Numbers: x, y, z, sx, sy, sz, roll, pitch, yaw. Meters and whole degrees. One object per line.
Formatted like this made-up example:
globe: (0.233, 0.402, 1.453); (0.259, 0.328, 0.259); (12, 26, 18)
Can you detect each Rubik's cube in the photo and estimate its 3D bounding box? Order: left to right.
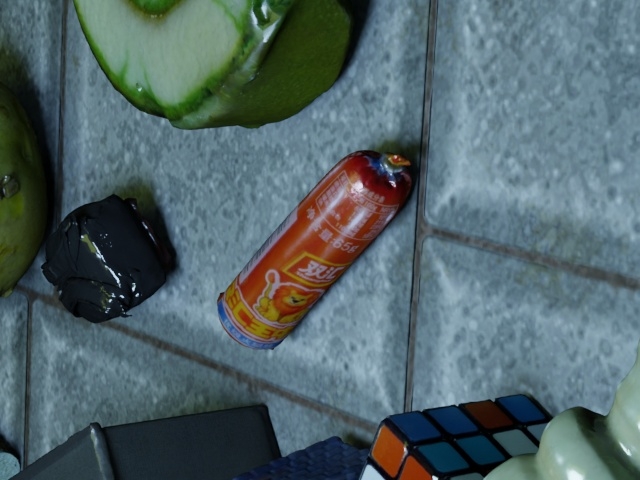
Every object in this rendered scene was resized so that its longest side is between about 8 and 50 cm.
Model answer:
Rubik's cube: (0.125, 0.229, 1.510); (0.151, 0.154, 0.155); (43, 127, 40)

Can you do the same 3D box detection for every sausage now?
sausage: (0.000, 0.000, 1.717); (0.274, 0.074, 0.074); (-49, 57, 42)

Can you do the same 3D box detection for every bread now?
bread: (-0.102, -0.289, 1.764); (0.382, 0.129, 0.366); (63, 142, 25)

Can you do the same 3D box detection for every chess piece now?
chess piece: (0.211, 0.149, 1.327); (0.243, 0.133, 0.133); (-40, 58, 14)

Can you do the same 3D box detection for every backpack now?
backpack: (-0.221, 0.020, 1.981); (0.120, 0.106, 0.165); (62, 159, -5)

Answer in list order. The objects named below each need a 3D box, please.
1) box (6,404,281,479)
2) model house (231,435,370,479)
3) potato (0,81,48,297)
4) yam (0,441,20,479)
box: (-0.148, 0.356, 1.839); (0.251, 0.204, 0.345); (-35, 66, 48)
model house: (0.002, 0.271, 1.679); (0.172, 0.166, 0.183); (-46, 70, 41)
potato: (-0.432, -0.028, 2.166); (0.359, 0.219, 0.269); (-49, 47, 52)
yam: (-0.454, 0.222, 2.320); (0.259, 0.093, 0.093); (40, 124, 43)
